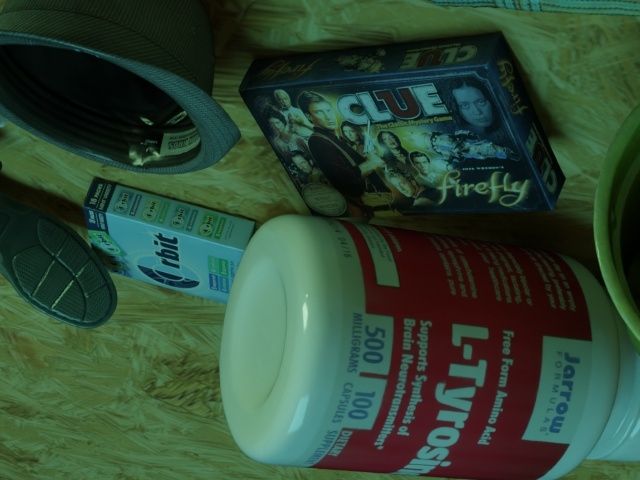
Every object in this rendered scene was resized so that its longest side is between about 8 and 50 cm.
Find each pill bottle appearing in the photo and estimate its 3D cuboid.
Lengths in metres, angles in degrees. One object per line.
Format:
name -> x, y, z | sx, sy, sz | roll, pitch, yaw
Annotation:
pill bottle -> 0.129, 0.110, 1.389 | 0.407, 0.229, 0.229 | 7, 159, -22

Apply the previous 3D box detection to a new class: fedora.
fedora -> -0.177, -0.160, 1.219 | 0.243, 0.124, 0.275 | 5, 160, 28

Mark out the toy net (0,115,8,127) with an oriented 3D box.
toy net -> -0.346, -0.162, 1.323 | 0.045, 0.122, 0.232 | 17, 157, 37

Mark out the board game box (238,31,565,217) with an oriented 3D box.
board game box -> 0.068, -0.092, 1.262 | 0.243, 0.042, 0.165 | -2, 135, 34

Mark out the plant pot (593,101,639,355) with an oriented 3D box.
plant pot -> 0.341, 0.022, 1.153 | 0.276, 0.276, 0.254 | 13, 165, 8

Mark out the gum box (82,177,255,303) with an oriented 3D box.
gum box -> -0.165, 0.006, 1.638 | 0.184, 0.041, 0.157 | 14, 154, 4

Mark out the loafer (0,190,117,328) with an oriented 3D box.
loafer -> -0.342, -0.001, 1.667 | 0.267, 0.096, 0.084 | 38, 177, -9

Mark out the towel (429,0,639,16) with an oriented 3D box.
towel -> 0.219, -0.228, 0.946 | 0.370, 0.040, 0.271 | 5, 151, 23

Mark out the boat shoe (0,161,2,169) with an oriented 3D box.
boat shoe -> -0.412, -0.127, 1.501 | 0.073, 0.073, 0.207 | -33, 126, 11

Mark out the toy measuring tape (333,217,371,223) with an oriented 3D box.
toy measuring tape -> 0.000, 0.000, 1.500 | 0.121, 0.121, 0.330 | 23, 131, -12
